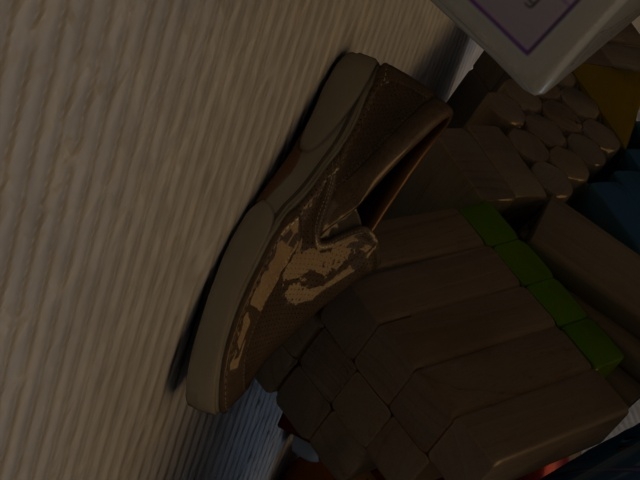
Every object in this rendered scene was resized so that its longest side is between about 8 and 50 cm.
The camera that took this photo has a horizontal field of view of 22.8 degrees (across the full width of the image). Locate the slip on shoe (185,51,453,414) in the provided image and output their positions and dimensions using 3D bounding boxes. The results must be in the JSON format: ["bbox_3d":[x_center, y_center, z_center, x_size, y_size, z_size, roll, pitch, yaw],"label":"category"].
[{"bbox_3d":[0.000,0.000,0.521,0.051,0.041,0.135,95,21,-62],"label":"slip on shoe"}]

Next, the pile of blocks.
[{"bbox_3d":[0.082,0.017,0.691,0.112,0.149,0.362,-55,176,35],"label":"pile of blocks"}]

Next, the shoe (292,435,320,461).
[{"bbox_3d":[0.056,0.043,0.804,0.063,0.081,0.178,93,23,-65],"label":"shoe"}]

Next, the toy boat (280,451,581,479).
[{"bbox_3d":[0.034,0.146,0.860,0.151,0.151,0.231,24,90,-51],"label":"toy boat"}]

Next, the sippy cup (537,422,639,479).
[{"bbox_3d":[0.130,0.182,0.621,0.224,0.240,0.305,-16,141,-24],"label":"sippy cup"}]

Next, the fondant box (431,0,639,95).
[{"bbox_3d":[0.147,-0.194,0.378,0.330,0.096,0.238,-48,176,20],"label":"fondant box"}]
